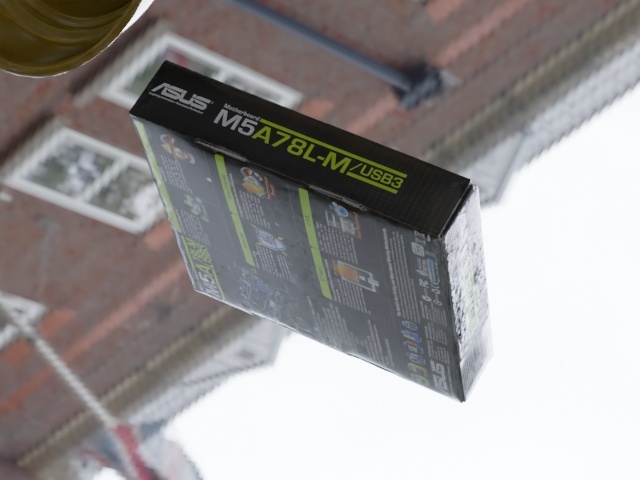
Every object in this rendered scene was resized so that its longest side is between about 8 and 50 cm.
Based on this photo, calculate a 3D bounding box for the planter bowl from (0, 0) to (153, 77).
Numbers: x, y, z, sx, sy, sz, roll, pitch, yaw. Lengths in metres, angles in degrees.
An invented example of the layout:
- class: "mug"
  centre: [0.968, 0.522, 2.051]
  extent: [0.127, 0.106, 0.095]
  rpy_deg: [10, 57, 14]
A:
- class: "planter bowl"
  centre: [-0.126, -0.199, 0.982]
  extent: [0.217, 0.090, 0.217]
  rpy_deg: [6, -81, 41]

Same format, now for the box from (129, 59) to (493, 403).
- class: "box"
  centre: [0.000, 0.000, 0.970]
  extent: [0.184, 0.190, 0.045]
  rpy_deg: [24, -115, 22]
